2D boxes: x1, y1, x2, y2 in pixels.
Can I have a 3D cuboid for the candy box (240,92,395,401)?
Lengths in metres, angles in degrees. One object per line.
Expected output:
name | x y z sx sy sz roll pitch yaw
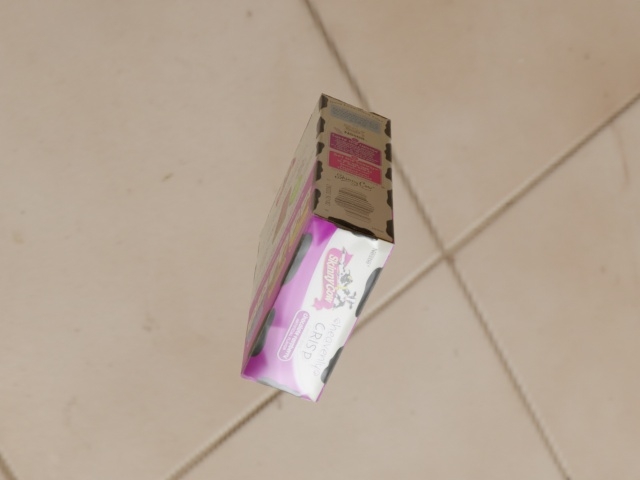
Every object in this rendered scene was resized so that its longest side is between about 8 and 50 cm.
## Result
candy box | 0.000 0.000 1.180 0.071 0.233 0.159 20 118 -9
